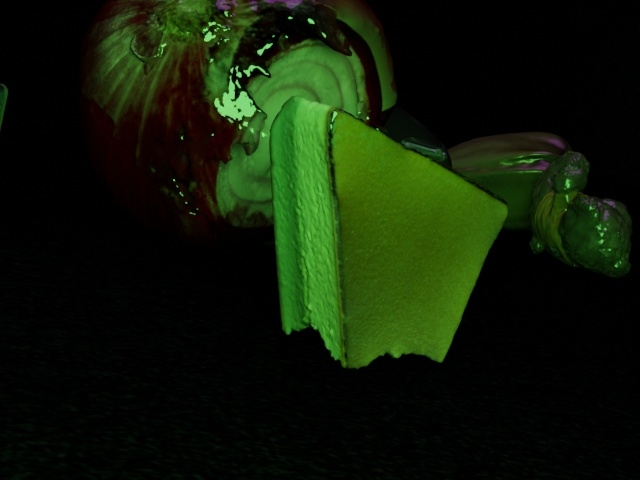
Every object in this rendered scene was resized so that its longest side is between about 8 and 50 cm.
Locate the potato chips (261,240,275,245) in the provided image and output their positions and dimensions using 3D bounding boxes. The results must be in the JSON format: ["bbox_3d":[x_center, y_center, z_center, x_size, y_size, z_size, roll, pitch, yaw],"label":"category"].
[{"bbox_3d":[0.000,0.000,1.497,0.204,0.026,0.037,4,9,-34],"label":"potato chips"}]

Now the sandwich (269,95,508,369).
[{"bbox_3d":[0.027,0.003,1.037,0.220,0.186,0.108,26,-2,-40],"label":"sandwich"}]

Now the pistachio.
[{"bbox_3d":[0.289,-0.093,2.028,0.261,0.162,0.213,1,-15,19],"label":"pistachio"}]

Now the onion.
[{"bbox_3d":[-0.107,-0.162,1.346,0.341,0.341,0.341,12,10,-2],"label":"onion"}]

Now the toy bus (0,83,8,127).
[{"bbox_3d":[-0.463,-0.125,1.330,0.167,0.138,0.275,16,8,14],"label":"toy bus"}]

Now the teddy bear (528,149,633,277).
[{"bbox_3d":[0.368,-0.020,1.769,0.140,0.177,0.190,-34,16,-3],"label":"teddy bear"}]

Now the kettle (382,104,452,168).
[{"bbox_3d":[0.022,-0.099,1.664,0.290,0.207,0.268,14,-19,-21],"label":"kettle"}]
